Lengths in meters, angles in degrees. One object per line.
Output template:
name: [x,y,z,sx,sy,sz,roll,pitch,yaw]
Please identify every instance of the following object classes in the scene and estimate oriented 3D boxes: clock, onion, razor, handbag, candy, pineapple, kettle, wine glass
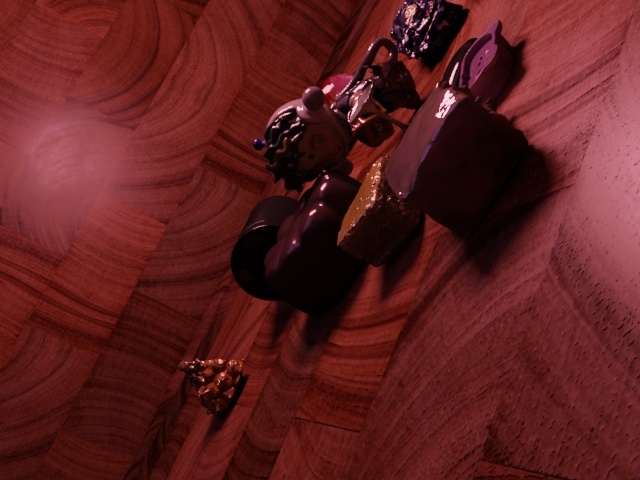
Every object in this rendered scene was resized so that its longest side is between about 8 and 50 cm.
clock: [0.292,-0.304,1.245,0.110,0.050,0.152,-50,17,43]
onion: [0.053,-0.391,2.117,0.207,0.201,0.200,-42,22,42]
razor: [0.264,-0.308,1.361,0.148,0.054,0.090,-65,9,-18]
handbag: [0.248,-0.521,1.754,0.260,0.113,0.162,-109,42,-64]
candy: [0.193,-0.125,1.064,0.195,0.137,0.185,-60,12,18]
pineapple: [-0.307,0.392,1.929,0.250,0.164,0.139,-38,34,54]
kettle: [-0.102,-0.020,1.895,0.262,0.203,0.308,-60,9,19]
wine glass: [0.147,-0.213,1.327,0.122,0.183,0.122,-59,12,20]

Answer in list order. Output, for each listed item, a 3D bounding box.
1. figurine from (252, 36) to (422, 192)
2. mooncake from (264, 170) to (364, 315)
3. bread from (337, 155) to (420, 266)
figurine: [0.040,-0.252,1.600,0.382,0.261,0.186,-26,34,2]
mooncake: [0.000,0.000,1.546,0.306,0.154,0.306,-55,13,19]
bread: [0.112,-0.054,1.318,0.138,0.102,0.196,-52,13,29]
